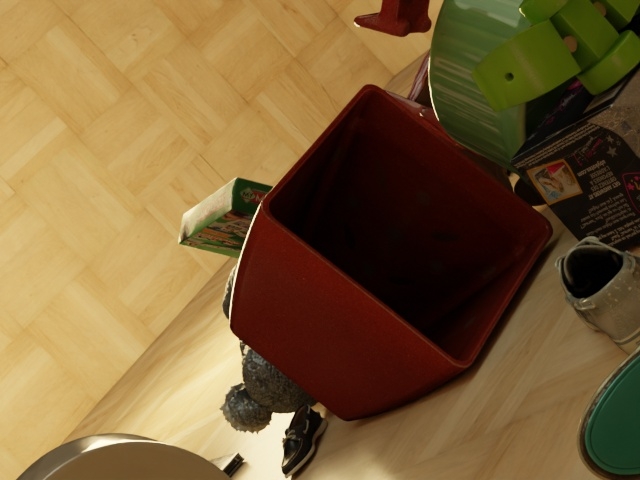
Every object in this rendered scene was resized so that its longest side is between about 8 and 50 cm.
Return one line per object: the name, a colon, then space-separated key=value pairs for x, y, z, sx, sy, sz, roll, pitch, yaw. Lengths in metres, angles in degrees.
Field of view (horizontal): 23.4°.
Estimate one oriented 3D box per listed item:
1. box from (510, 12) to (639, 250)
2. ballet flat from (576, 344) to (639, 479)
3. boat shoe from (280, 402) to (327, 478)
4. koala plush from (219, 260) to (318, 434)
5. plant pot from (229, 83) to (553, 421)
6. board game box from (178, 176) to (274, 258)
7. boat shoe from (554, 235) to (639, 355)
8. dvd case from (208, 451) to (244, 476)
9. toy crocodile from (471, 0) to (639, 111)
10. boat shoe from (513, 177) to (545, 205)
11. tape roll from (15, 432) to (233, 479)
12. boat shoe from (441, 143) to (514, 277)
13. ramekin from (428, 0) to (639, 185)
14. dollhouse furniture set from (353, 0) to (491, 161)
box: x=0.333 y=-0.124 z=1.504 sx=0.247 sy=0.142 sz=0.163 roll=-50 pitch=11 yaw=-34
ballet flat: x=0.273 y=0.073 z=1.029 sx=0.248 sy=0.086 sz=0.086 roll=-42 pitch=8 yaw=1
boat shoe: x=-0.026 y=0.231 z=1.795 sx=0.046 sy=0.038 sz=0.125 roll=-39 pitch=9 yaw=30
koala plush: x=-0.043 y=0.135 z=1.931 sx=0.196 sy=0.203 sz=0.221 roll=-39 pitch=20 yaw=30
plant pot: x=0.049 y=0.040 z=1.710 sx=0.267 sy=0.267 sz=0.235 roll=-51 pitch=-1 yaw=-45
board game box: x=0.000 y=0.000 z=1.992 sx=0.213 sy=0.317 sz=0.046 roll=154 pitch=127 yaw=-64
boat shoe: x=0.245 y=0.033 z=1.317 sx=0.079 sy=0.081 sz=0.227 roll=-43 pitch=8 yaw=5
dvd case: x=-0.202 y=0.369 z=2.028 sx=0.221 sy=0.018 sz=0.164 roll=-46 pitch=9 yaw=-28
toy crocodile: x=0.265 y=-0.233 z=1.471 sx=0.340 sy=0.115 sz=0.105 roll=-49 pitch=10 yaw=-35
boat shoe: x=0.292 y=-0.084 z=1.870 sx=0.135 sy=0.050 sz=0.045 roll=-32 pitch=3 yaw=44
tape roll: x=-0.184 y=0.304 z=1.439 sx=0.246 sy=0.246 sz=0.169 roll=-45 pitch=7 yaw=-14
boat shoe: x=0.184 y=-0.045 z=1.920 sx=0.092 sy=0.103 sz=0.285 roll=100 pitch=176 yaw=-48
ramekin: x=0.255 y=-0.210 z=1.691 sx=0.148 sy=0.303 sz=0.303 roll=27 pitch=63 yaw=36
dollhouse furniture set: x=0.131 y=-0.258 z=1.766 sx=0.152 sy=0.374 sz=0.201 roll=27 pitch=86 yaw=37
